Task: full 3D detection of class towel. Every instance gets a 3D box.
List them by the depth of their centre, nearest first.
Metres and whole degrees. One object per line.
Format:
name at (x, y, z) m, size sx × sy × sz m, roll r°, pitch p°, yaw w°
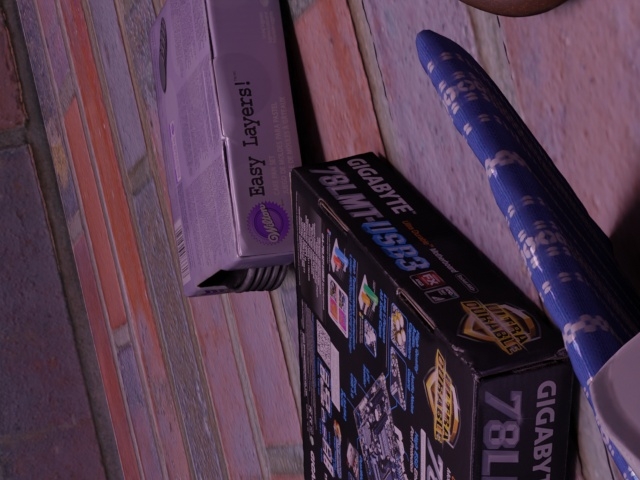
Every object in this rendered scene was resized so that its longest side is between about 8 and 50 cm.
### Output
towel at (0.138, 0.098, 0.606) m, size 0.243 × 0.040 × 0.336 m, roll 42°, pitch -157°, yaw -57°

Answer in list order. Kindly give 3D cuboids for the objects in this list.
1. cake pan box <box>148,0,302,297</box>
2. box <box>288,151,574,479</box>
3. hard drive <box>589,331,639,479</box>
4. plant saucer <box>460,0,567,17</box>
cake pan box at (-0.082, -0.087, 1.280) m, size 0.246 × 0.070 × 0.267 m, roll 142°, pitch 121°, yaw -73°
box at (0.063, 0.132, 1.008) m, size 0.293 × 0.073 × 0.295 m, roll -132°, pitch 35°, yaw -56°
hard drive at (0.205, 0.186, 0.359) m, size 0.353 × 0.047 × 0.233 m, roll 52°, pitch 179°, yaw -34°
plant saucer at (0.075, -0.188, 0.746) m, size 0.168 × 0.029 × 0.168 m, roll 30°, pitch 131°, yaw 41°
